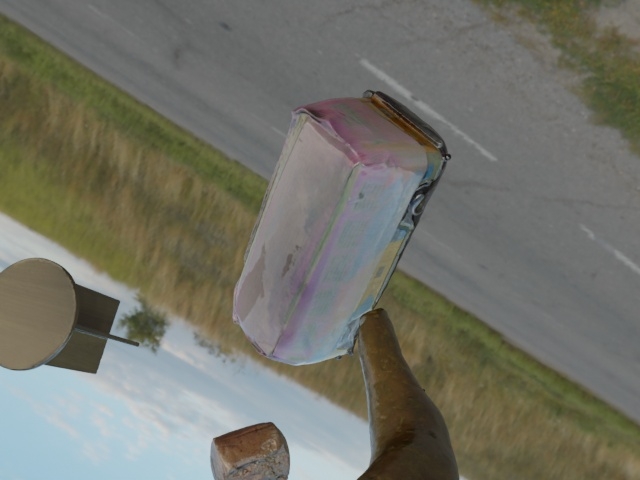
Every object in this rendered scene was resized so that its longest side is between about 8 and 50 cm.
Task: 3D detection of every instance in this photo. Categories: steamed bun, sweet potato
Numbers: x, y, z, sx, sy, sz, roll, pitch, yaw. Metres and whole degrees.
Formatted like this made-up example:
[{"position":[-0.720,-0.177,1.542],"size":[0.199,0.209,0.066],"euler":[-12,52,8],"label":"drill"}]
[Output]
[{"position":[-0.126,0.412,1.284],"size":[0.175,0.144,0.106],"euler":[92,160,-44],"label":"steamed bun"},{"position":[0.061,0.170,0.571],"size":[0.108,0.079,0.346],"euler":[43,-155,-12],"label":"sweet potato"}]

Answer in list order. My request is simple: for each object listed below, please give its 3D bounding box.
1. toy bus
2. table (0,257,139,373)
[{"position":[0.000,0.000,0.930],"size":[0.162,0.386,0.171],"euler":[-6,-139,-38],"label":"toy bus"},{"position":[-0.400,0.137,1.119],"size":[0.167,0.167,0.227],"euler":[28,172,21],"label":"table"}]
